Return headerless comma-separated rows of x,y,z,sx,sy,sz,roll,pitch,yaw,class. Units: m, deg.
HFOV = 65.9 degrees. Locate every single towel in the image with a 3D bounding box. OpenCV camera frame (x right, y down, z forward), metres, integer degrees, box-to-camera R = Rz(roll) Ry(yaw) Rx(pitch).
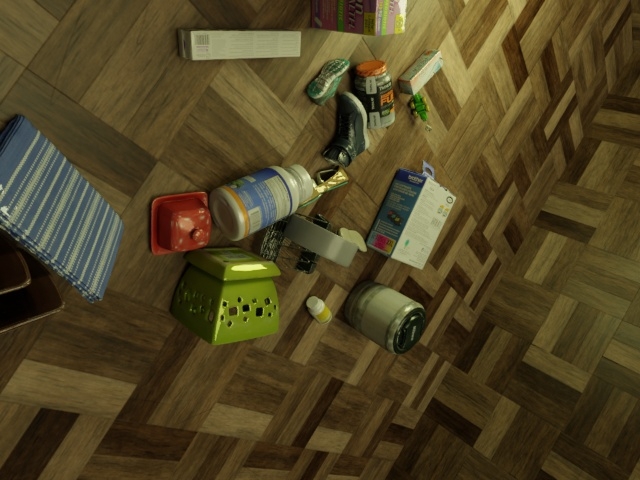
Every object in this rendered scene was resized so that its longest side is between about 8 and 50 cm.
-0.530,-0.057,0.993,0.040,0.243,0.336,-15,136,13,towel

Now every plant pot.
-0.252,0.137,1.364,0.228,0.227,0.207,-1,105,-46,plant pot

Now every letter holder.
-0.603,0.032,0.863,0.214,0.302,0.152,-20,124,-39,letter holder

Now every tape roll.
0.000,0.000,1.445,0.219,0.219,0.072,26,91,-50,tape roll

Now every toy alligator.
0.372,-0.481,1.815,0.189,0.056,0.051,50,32,-48,toy alligator

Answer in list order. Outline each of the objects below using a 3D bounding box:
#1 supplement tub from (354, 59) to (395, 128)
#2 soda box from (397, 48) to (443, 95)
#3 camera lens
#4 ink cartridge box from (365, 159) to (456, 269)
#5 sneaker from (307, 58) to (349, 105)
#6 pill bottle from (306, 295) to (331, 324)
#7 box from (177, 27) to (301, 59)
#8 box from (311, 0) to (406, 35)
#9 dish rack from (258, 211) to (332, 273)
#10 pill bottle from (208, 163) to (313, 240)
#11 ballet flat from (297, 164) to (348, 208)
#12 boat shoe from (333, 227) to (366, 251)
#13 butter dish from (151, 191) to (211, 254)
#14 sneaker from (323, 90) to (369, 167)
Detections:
0.170,-0.459,1.558,0.117,0.117,0.190,-37,134,-27,supplement tub
0.350,-0.588,1.723,0.183,0.058,0.063,-47,138,-17,soda box
0.259,0.302,1.950,0.219,0.274,0.219,-24,127,-36,camera lens
0.371,-0.108,1.939,0.270,0.151,0.395,20,97,-51,ink cartridge box
0.026,-0.466,1.458,0.166,0.065,0.076,-48,155,-12,sneaker
-0.008,0.253,1.803,0.065,0.065,0.116,-50,139,-15,pill bottle
-0.189,-0.481,1.205,0.324,0.063,0.067,-21,126,-39,box
0.096,-0.654,1.273,0.117,0.243,0.213,-25,128,-37,box
-0.087,0.000,1.577,0.271,0.074,0.208,15,98,-48,dish rack
-0.157,-0.118,1.372,0.272,0.152,0.152,-30,130,-34,pill bottle
-0.010,-0.175,1.575,0.232,0.080,0.073,-32,103,-35,ballet flat
0.101,0.005,1.803,0.065,0.075,0.206,-26,155,24,boat shoe
-0.336,-0.031,1.256,0.160,0.118,0.160,-13,119,-42,butter dish
0.071,-0.334,1.546,0.163,0.086,0.226,-45,138,-23,sneaker
